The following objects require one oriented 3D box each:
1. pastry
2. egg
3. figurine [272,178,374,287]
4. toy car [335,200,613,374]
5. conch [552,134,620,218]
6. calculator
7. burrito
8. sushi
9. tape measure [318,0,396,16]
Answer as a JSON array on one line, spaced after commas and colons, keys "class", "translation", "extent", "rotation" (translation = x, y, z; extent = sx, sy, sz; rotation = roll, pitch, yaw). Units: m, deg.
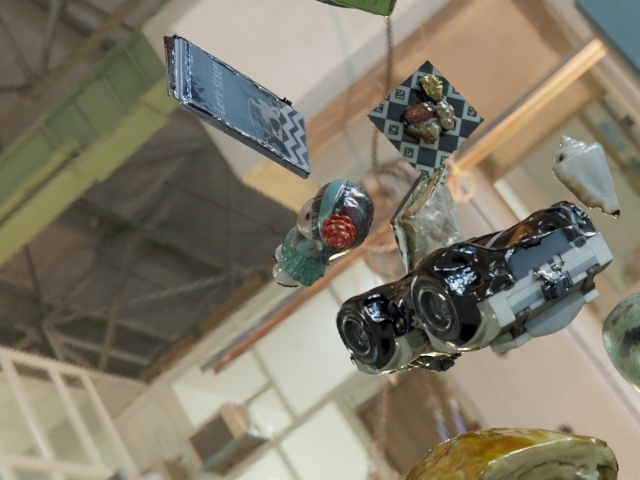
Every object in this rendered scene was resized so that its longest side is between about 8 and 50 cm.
[{"class": "pastry", "translation": [0.142, 0.269, 1.148], "extent": [0.256, 0.170, 0.236], "rotation": [-6, -75, -25]}, {"class": "egg", "translation": [0.388, 0.111, 1.352], "extent": [0.141, 0.182, 0.141], "rotation": [-34, -50, -56]}, {"class": "figurine", "translation": [0.000, 0.000, 2.077], "extent": [0.110, 0.137, 0.245], "rotation": [19, -36, -19]}, {"class": "toy car", "translation": [0.143, 0.057, 1.253], "extent": [0.193, 0.118, 0.301], "rotation": [-28, -2, -31]}, {"class": "conch", "translation": [0.480, -0.114, 2.331], "extent": [0.094, 0.176, 0.104], "rotation": [-17, -6, 19]}, {"class": "calculator", "translation": [-0.121, -0.200, 1.921], "extent": [0.274, 0.165, 0.028], "rotation": [29, -55, -33]}, {"class": "burrito", "translation": [0.204, 0.017, 2.289], "extent": [0.107, 0.347, 0.175], "rotation": [-17, -13, 30]}, {"class": "sushi", "translation": [0.147, -0.167, 1.737], "extent": [0.126, 0.120, 0.026], "rotation": [-44, 2, -14]}, {"class": "tape measure", "translation": [0.029, -0.399, 1.904], "extent": [0.175, 0.200, 0.106], "rotation": [-61, -13, -71]}]
